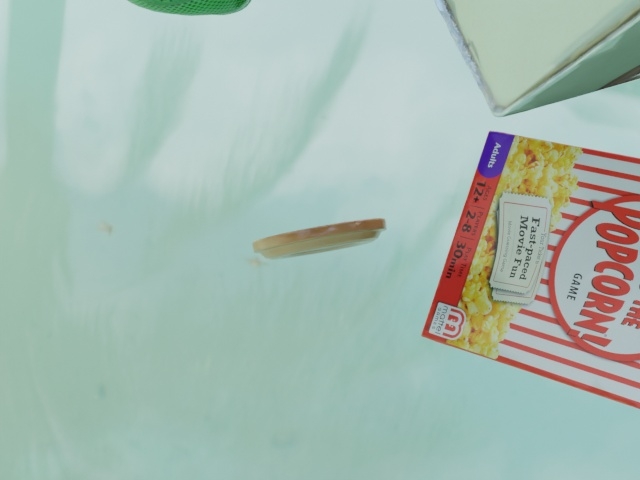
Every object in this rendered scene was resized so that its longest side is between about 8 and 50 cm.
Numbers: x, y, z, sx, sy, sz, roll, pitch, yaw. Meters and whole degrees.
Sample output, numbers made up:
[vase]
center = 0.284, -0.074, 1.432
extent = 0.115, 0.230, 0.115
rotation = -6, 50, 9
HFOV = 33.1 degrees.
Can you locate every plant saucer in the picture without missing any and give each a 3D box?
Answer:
[plant saucer]
center = 0.000, 0.000, 0.662
extent = 0.083, 0.013, 0.083
rotation = -11, -3, -1

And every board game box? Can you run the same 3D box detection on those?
[board game box]
center = 0.174, 0.021, 0.670
extent = 0.193, 0.147, 0.045
rotation = 15, -5, 37

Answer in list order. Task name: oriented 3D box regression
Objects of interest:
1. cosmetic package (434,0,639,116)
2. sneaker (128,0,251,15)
[cosmetic package]
center = 0.180, -0.165, 0.427
extent = 0.296, 0.129, 0.153
rotation = -16, 78, -30
[sneaker]
center = -0.054, -0.219, 0.507
extent = 0.134, 0.146, 0.343
rotation = 2, 38, 12
